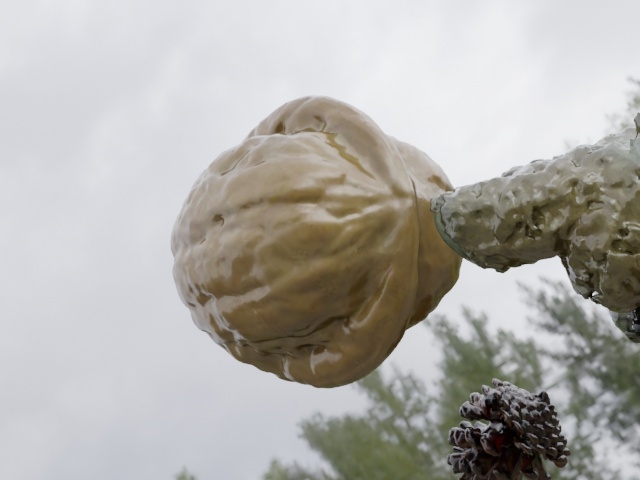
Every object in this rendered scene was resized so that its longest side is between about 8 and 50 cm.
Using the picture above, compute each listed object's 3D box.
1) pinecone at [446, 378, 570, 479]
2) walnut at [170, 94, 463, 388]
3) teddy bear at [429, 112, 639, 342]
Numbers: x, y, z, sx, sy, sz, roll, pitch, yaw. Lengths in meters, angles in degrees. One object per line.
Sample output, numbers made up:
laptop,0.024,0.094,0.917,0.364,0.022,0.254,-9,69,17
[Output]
pinecone,0.159,0.171,1.078,0.102,0.102,0.109,-6,-31,-30
walnut,0.000,0.000,1.045,0.224,0.257,0.257,0,-42,-35
teddy bear,0.237,-0.003,0.917,0.156,0.267,0.256,-64,-22,2
